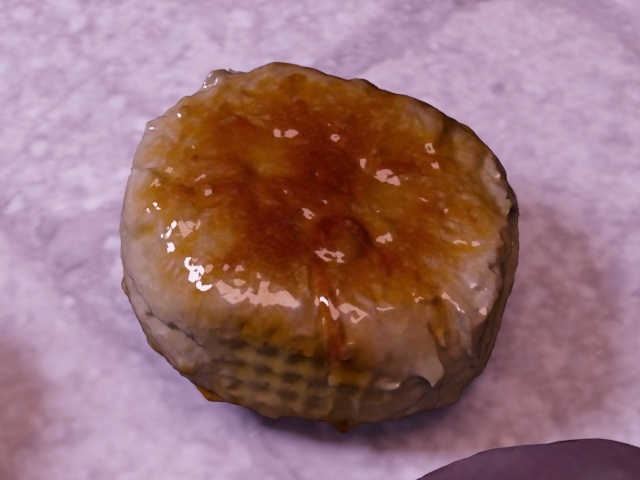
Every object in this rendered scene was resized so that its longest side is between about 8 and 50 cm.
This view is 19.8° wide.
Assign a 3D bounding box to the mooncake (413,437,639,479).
[{"bbox_3d":[0.099,0.206,0.712,0.244,0.133,0.245,1,53,-1],"label":"mooncake"}]

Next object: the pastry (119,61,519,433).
[{"bbox_3d":[0.000,0.000,0.891,0.192,0.093,0.182,12,52,2],"label":"pastry"}]
